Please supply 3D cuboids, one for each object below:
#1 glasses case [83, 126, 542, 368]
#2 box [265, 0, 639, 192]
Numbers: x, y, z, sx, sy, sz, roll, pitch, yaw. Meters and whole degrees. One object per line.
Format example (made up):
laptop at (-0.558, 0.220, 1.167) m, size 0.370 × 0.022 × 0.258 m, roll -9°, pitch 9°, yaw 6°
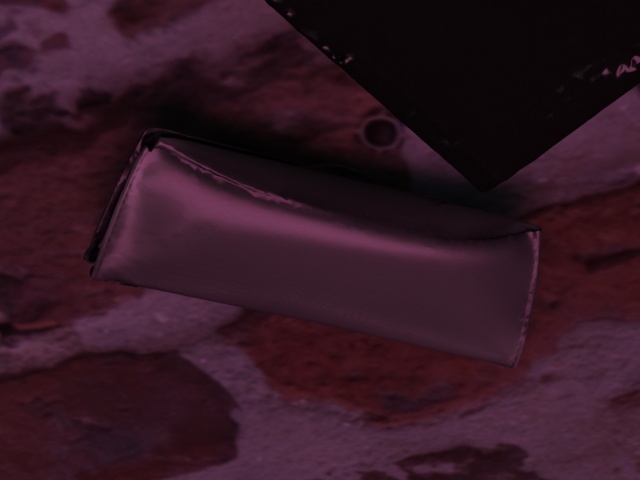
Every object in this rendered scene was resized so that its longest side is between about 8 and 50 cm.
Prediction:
glasses case at (0.001, -0.002, 1.173) m, size 0.308 × 0.083 × 0.128 m, roll 14°, pitch 125°, yaw -9°
box at (0.128, -0.242, 0.870) m, size 0.345 × 0.204 × 0.251 m, roll -35°, pitch 122°, yaw 29°
